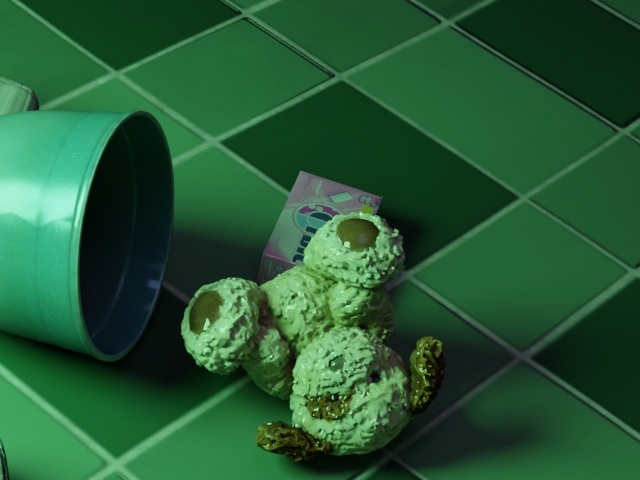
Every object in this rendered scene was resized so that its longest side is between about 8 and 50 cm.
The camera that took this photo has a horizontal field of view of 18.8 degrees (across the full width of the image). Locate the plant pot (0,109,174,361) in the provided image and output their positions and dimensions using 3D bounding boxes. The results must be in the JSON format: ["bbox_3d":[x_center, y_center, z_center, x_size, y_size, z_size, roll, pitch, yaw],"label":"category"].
[{"bbox_3d":[-0.326,-0.020,2.095,0.255,0.272,0.272,8,37,15],"label":"plant pot"}]

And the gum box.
[{"bbox_3d":[0.000,0.000,2.310,0.107,0.062,0.188,18,39,4],"label":"gum box"}]

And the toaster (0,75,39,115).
[{"bbox_3d":[-0.422,-0.123,2.276,0.227,0.129,0.146,12,36,-1],"label":"toaster"}]

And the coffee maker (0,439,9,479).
[{"bbox_3d":[-0.409,0.218,1.874,0.178,0.120,0.171,-10,44,-28],"label":"coffee maker"}]

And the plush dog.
[{"bbox_3d":[0.008,0.132,2.097,0.262,0.210,0.225,-27,64,-5],"label":"plush dog"}]
